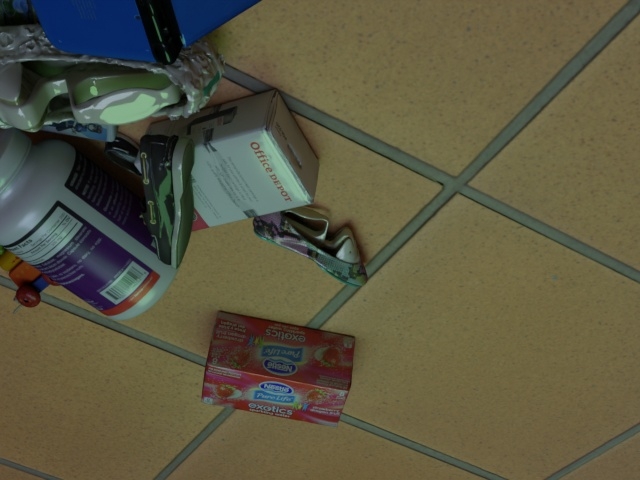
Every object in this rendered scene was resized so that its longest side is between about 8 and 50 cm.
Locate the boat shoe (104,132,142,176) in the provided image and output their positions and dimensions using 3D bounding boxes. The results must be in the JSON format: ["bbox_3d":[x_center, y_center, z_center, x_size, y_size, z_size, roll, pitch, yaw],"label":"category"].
[{"bbox_3d":[-0.269,-0.115,1.552,0.125,0.038,0.046,34,133,-26],"label":"boat shoe"}]

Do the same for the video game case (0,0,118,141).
[{"bbox_3d":[-0.426,-0.284,1.392,0.300,0.036,0.329,10,138,-2],"label":"video game case"}]

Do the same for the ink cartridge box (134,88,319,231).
[{"bbox_3d":[-0.131,-0.112,1.492,0.218,0.092,0.158,-11,135,23],"label":"ink cartridge box"}]

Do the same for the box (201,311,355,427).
[{"bbox_3d":[-0.076,0.232,1.847,0.257,0.122,0.128,11,138,-3],"label":"box"}]

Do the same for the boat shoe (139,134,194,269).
[{"bbox_3d":[-0.219,-0.055,1.449,0.069,0.081,0.227,12,131,4],"label":"boat shoe"}]

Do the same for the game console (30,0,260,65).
[{"bbox_3d":[-0.214,-0.369,1.190,0.250,0.173,0.293,9,141,17],"label":"game console"}]

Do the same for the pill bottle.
[{"bbox_3d":[-0.374,-0.029,1.559,0.181,0.181,0.323,-27,128,33],"label":"pill bottle"}]

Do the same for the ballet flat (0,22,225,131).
[{"bbox_3d":[-0.330,-0.204,1.335,0.409,0.147,0.147,-4,137,8],"label":"ballet flat"}]

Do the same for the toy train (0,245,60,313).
[{"bbox_3d":[-0.513,0.036,1.725,0.143,0.105,0.248,42,130,-18],"label":"toy train"}]

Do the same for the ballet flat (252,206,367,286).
[{"bbox_3d":[0.000,0.000,1.620,0.221,0.077,0.079,29,115,-21],"label":"ballet flat"}]
